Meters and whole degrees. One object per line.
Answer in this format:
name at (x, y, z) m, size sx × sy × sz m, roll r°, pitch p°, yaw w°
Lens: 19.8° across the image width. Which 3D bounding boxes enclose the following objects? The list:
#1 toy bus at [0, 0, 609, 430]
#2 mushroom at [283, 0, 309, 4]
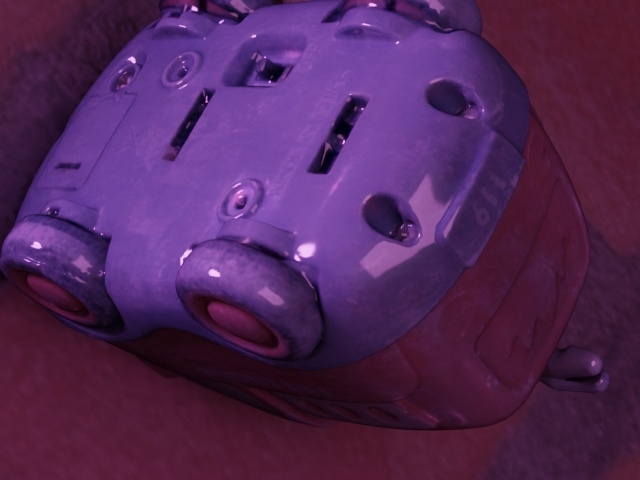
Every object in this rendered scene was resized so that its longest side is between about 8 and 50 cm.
toy bus at (0.000, 0.000, 0.944) m, size 0.232 × 0.294 × 0.197 m, roll 46°, pitch 62°, yaw -38°
mushroom at (0.021, -0.134, 1.074) m, size 0.092 × 0.081 × 0.223 m, roll -19°, pitch 92°, yaw -12°
